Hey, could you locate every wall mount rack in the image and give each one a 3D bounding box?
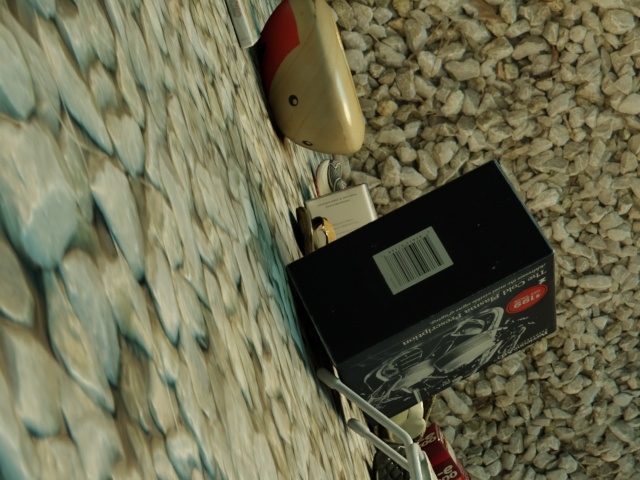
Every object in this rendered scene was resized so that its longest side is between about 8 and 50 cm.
[{"bbox_3d":[0.100,0.341,1.503,0.350,0.130,0.304,66,12,-57],"label":"wall mount rack"}]

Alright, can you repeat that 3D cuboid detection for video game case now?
[{"bbox_3d":[-0.152,-0.446,1.890,0.227,0.026,0.206,-88,160,-76],"label":"video game case"}]

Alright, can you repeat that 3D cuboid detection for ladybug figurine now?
[{"bbox_3d":[-0.025,-0.327,2.116,0.449,0.162,0.305,-98,170,-58],"label":"ladybug figurine"}]

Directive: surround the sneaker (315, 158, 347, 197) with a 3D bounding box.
[{"bbox_3d":[0.060,-0.080,2.567,0.121,0.112,0.299,68,6,-48],"label":"sneaker"}]

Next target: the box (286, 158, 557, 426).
[{"bbox_3d":[0.165,0.090,1.617,0.179,0.343,0.312,62,0,27],"label":"box"}]

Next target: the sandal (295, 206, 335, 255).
[{"bbox_3d":[0.000,0.000,1.872,0.219,0.060,0.090,64,10,-64],"label":"sandal"}]

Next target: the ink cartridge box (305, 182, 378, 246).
[{"bbox_3d":[0.079,0.044,2.224,0.223,0.129,0.307,-49,123,-85],"label":"ink cartridge box"}]

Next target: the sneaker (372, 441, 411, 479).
[{"bbox_3d":[0.138,0.435,1.931,0.124,0.107,0.283,34,-17,45],"label":"sneaker"}]

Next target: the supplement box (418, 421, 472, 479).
[{"bbox_3d":[0.238,0.501,2.180,0.239,0.130,0.073,57,10,-17],"label":"supplement box"}]

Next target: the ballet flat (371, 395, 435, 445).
[{"bbox_3d":[0.170,0.236,1.967,0.182,0.164,0.482,-89,-177,-48],"label":"ballet flat"}]
